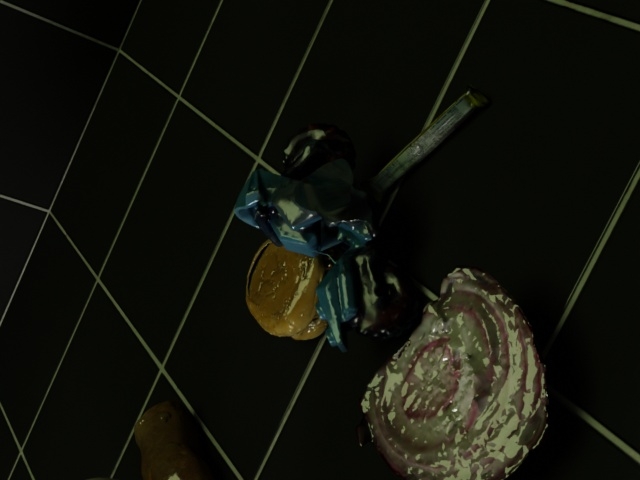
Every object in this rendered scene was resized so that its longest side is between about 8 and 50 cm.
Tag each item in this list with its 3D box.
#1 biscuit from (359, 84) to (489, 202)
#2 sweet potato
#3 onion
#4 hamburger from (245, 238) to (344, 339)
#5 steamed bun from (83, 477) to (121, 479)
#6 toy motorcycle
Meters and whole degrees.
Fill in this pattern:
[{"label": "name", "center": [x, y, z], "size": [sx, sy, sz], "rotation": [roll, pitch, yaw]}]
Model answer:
[{"label": "biscuit", "center": [0.170, -0.157, 2.023], "size": [0.292, 0.048, 0.026], "rotation": [-42, 4, 37]}, {"label": "sweet potato", "center": [-0.269, 0.451, 2.291], "size": [0.131, 0.131, 0.337], "rotation": [-58, 33, 19]}, {"label": "onion", "center": [0.213, 0.225, 1.686], "size": [0.314, 0.146, 0.280], "rotation": [-50, 51, 19]}, {"label": "hamburger", "center": [-0.045, 0.078, 2.175], "size": [0.213, 0.108, 0.214], "rotation": [-24, 57, 43]}, {"label": "steamed bun", "center": [-0.352, 0.611, 2.191], "size": [0.374, 0.241, 0.374], "rotation": [33, 128, 58]}, {"label": "toy motorcycle", "center": [0.000, 0.000, 2.014], "size": [0.232, 0.172, 0.416], "rotation": [-24, 67, 3]}]
